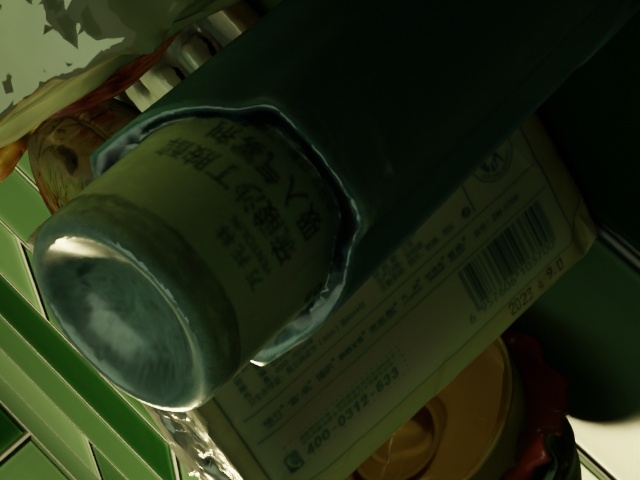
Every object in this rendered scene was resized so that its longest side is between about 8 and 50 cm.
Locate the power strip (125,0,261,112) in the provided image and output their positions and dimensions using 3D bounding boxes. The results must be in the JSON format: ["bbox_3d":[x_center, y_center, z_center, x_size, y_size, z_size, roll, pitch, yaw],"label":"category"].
[{"bbox_3d":[-0.050,-0.051,0.855,0.213,0.064,0.198,48,163,-1],"label":"power strip"}]

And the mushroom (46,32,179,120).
[{"bbox_3d":[-0.216,-0.185,0.655,0.345,0.259,0.345,46,164,17],"label":"mushroom"}]

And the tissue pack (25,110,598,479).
[{"bbox_3d":[0.000,0.000,0.638,0.092,0.196,0.148,18,145,56],"label":"tissue pack"}]

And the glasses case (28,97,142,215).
[{"bbox_3d":[-0.056,0.081,1.071,0.425,0.098,0.156,57,164,-24],"label":"glasses case"}]

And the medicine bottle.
[{"bbox_3d":[0.016,-0.046,0.475,0.079,0.258,0.124,52,142,-8],"label":"medicine bottle"}]

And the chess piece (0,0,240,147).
[{"bbox_3d":[-0.132,-0.256,0.412,0.442,0.234,0.234,58,160,-8],"label":"chess piece"}]

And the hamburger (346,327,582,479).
[{"bbox_3d":[0.059,0.122,0.812,0.175,0.175,0.137,28,159,46],"label":"hamburger"}]

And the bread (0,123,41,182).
[{"bbox_3d":[-0.300,-0.136,1.143,0.222,0.096,0.181,39,180,25],"label":"bread"}]
